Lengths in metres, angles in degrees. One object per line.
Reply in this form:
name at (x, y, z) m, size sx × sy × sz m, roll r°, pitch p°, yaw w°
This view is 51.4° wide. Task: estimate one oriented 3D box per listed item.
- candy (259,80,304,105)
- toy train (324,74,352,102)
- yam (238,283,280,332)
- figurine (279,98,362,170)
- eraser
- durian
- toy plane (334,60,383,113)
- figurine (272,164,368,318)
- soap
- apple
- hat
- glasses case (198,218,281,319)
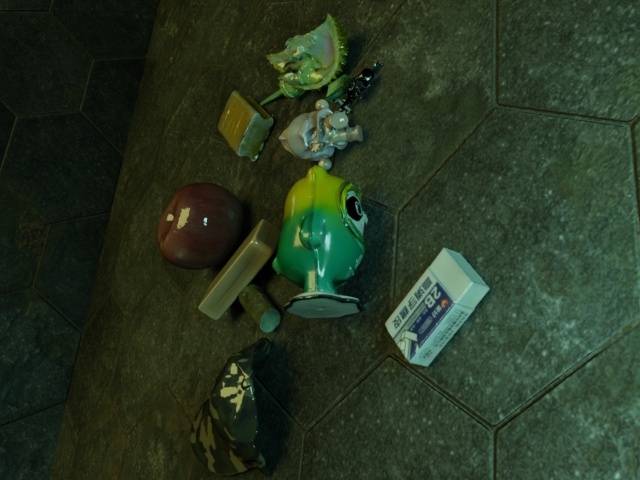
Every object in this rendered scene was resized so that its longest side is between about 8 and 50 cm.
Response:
candy at (-0.137, -0.494, 2.228) m, size 0.092 × 0.093 × 0.336 m, roll -34°, pitch 11°, yaw -24°
toy train at (0.053, -0.439, 1.928) m, size 0.093 × 0.038 × 0.056 m, roll -23°, pitch 52°, yaw 49°
yam at (-0.172, 0.191, 1.888) m, size 0.179 × 0.078 × 0.078 m, roll 39°, pitch 106°, yaw 56°
figurine at (0.000, -0.294, 1.839) m, size 0.276 × 0.133 × 0.200 m, roll -3°, pitch 92°, yaw 56°
eraser at (0.229, 0.133, 1.329) m, size 0.210 × 0.068 × 0.124 m, roll -56°, pitch 34°, yaw 20°
durian at (-0.030, -0.544, 1.982) m, size 0.307 × 0.167 × 0.172 m, roll -6°, pitch 71°, yaw 42°
toy plane at (0.096, -0.409, 1.833) m, size 0.197 × 0.053 × 0.078 m, roll -49°, pitch 2°, yaw 36°
figurine at (0.000, 0.000, 1.585) m, size 0.232 × 0.323 × 0.339 m, roll -3°, pitch 68°, yaw 8°
soap at (-0.267, -0.408, 2.341) m, size 0.173 × 0.089 × 0.274 m, roll -64°, pitch 32°, yaw 16°
apple at (-0.394, -0.045, 2.199) m, size 0.306 × 0.235 × 0.305 m, roll -37°, pitch 43°, yaw 45°
hat at (-0.263, 0.456, 1.775) m, size 0.382 × 0.257 × 0.366 m, roll -24°, pitch 49°, yaw 25°
glasses case at (-0.243, 0.091, 2.001) m, size 0.336 × 0.076 × 0.144 m, roll -49°, pitch 13°, yaw 31°
